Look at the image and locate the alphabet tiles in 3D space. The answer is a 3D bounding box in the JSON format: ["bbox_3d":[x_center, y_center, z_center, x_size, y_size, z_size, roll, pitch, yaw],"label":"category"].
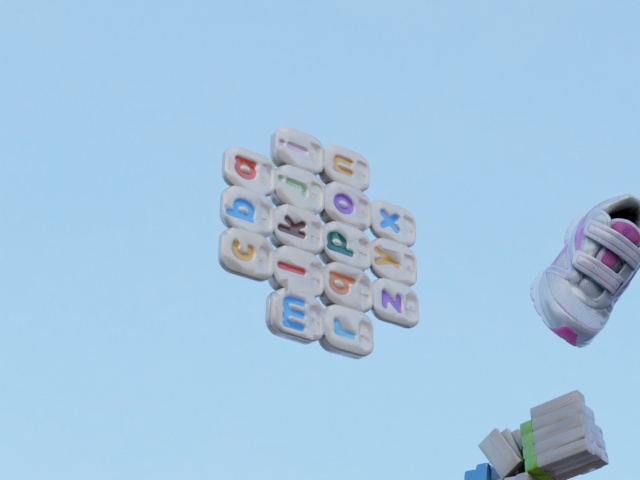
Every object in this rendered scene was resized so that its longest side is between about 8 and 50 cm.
[{"bbox_3d":[0.000,0.000,1.587,0.278,0.284,0.021,18,-35,-28],"label":"alphabet tiles"}]

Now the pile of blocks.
[{"bbox_3d":[0.287,0.379,1.965,0.362,0.149,0.113,-45,-54,10],"label":"pile of blocks"}]

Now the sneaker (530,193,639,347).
[{"bbox_3d":[0.344,0.024,1.652,0.103,0.252,0.111,33,-42,-4],"label":"sneaker"}]
